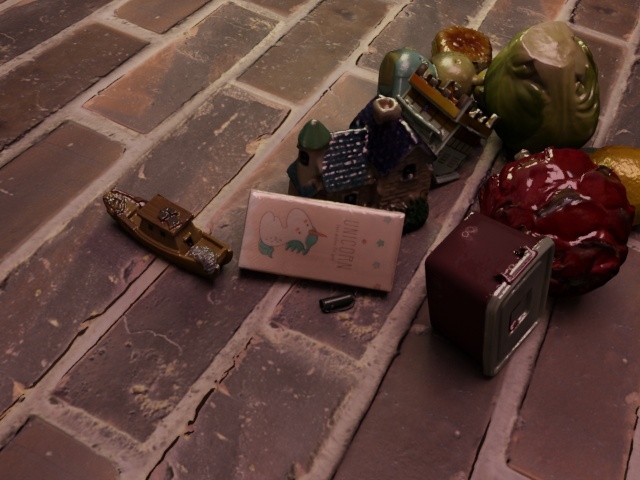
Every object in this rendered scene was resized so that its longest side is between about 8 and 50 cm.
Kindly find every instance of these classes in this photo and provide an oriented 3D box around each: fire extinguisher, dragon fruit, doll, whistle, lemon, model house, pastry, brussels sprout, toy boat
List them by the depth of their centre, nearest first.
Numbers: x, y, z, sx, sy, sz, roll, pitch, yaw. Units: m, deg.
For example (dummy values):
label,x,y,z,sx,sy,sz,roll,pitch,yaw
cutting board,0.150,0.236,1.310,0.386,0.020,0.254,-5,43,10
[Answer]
label,x,y,z,sx,sy,sz,roll,pitch,yaw
fire extinguisher,0.041,0.126,1.345,0.083,0.025,0.038,-14,85,-19
dragon fruit,0.486,-0.034,1.366,0.329,0.329,0.329,4,48,-4
toy boat,-0.326,-0.026,1.370,0.321,0.121,0.089,29,56,17
model house,0.091,-0.170,1.456,0.298,0.284,0.243,-14,47,-19
lemon,0.707,-0.127,1.549,0.231,0.192,0.192,14,48,7
model house,0.283,-0.290,1.625,0.198,0.215,0.224,12,31,-54
brussels sprout,0.554,-0.379,1.647,0.281,0.355,0.290,0,62,13
doll,0.299,-0.438,1.790,0.260,0.162,0.177,1,13,-16
whistle,0.515,-0.442,1.870,0.123,0.123,0.223,40,40,26
pastry,0.427,-0.559,1.969,0.182,0.093,0.193,3,52,-6

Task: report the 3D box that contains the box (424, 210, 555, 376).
label,x,y,z,sx,sy,sz,roll,pitch,yaw
box,0.308,0.096,1.231,0.167,0.294,0.193,32,65,32

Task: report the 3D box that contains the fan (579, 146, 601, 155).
label,x,y,z,sx,sy,sz,roll,pitch,yaw
fan,0.702,-0.150,1.693,0.294,0.012,0.223,-22,56,-24

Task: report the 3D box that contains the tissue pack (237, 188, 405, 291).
label,x,y,z,sx,sy,sz,roll,pitch,yaw
tissue pack,0.000,0.000,1.366,0.325,0.170,0.071,8,3,0
